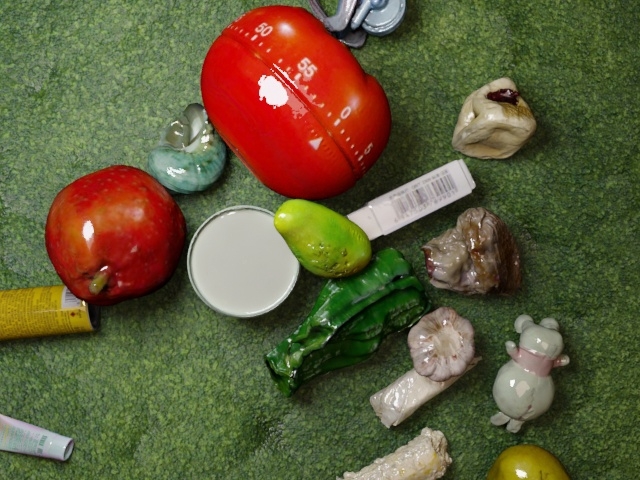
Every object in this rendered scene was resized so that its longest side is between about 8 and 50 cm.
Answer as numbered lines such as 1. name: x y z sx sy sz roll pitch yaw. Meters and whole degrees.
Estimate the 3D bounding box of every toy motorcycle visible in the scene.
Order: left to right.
1. toy motorcycle: 0.072 -0.589 1.254 0.241 0.182 0.319 5 90 -6

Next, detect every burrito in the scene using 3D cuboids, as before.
1. burrito: 0.240 0.312 1.318 0.275 0.059 0.082 -31 78 -6

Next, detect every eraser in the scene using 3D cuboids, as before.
1. eraser: 0.184 -0.079 1.286 0.279 0.124 0.081 -26 91 -7

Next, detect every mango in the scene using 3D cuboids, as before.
1. mango: 0.000 0.000 1.140 0.233 0.111 0.125 25 61 -35

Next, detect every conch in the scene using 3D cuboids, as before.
1. conch: -0.280 -0.176 1.240 0.188 0.122 0.176 -38 72 -8

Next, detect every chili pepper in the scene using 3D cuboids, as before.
1. chili pepper: 0.044 0.163 1.244 0.385 0.213 0.167 -34 50 -11

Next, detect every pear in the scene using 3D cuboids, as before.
1. pear: 0.453 0.540 1.277 0.200 0.200 0.200 0 89 -6

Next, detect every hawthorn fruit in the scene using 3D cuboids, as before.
1. hawthorn fruit: -0.392 0.001 1.125 0.265 0.307 0.265 -2 115 -4

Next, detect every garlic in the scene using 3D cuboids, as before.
1. garlic: 0.259 0.223 1.273 0.147 0.102 0.159 19 75 4

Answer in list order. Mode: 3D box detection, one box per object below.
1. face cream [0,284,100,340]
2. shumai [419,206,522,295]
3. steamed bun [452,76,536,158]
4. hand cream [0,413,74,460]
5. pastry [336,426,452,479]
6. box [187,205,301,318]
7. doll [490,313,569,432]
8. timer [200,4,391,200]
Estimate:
1. face cream: -0.638 0.151 1.198 0.349 0.105 0.105 -5 89 -7
2. shumai: 0.323 0.029 1.310 0.185 0.218 0.184 -2 74 35
3. steamed bun: 0.382 -0.279 1.308 0.141 0.172 0.155 13 69 -16
4. hand cream: -0.605 0.413 1.231 0.174 0.047 0.076 12 88 3
5. pastry: 0.175 0.514 1.296 0.258 0.089 0.121 -27 104 -3
6. box: -0.157 0.043 1.233 0.226 0.149 0.226 0 89 -6
7. doll: 0.460 0.296 1.315 0.155 0.113 0.275 20 86 -9
8. timer: -0.054 -0.252 1.136 0.279 0.378 0.378 -44 94 -2
